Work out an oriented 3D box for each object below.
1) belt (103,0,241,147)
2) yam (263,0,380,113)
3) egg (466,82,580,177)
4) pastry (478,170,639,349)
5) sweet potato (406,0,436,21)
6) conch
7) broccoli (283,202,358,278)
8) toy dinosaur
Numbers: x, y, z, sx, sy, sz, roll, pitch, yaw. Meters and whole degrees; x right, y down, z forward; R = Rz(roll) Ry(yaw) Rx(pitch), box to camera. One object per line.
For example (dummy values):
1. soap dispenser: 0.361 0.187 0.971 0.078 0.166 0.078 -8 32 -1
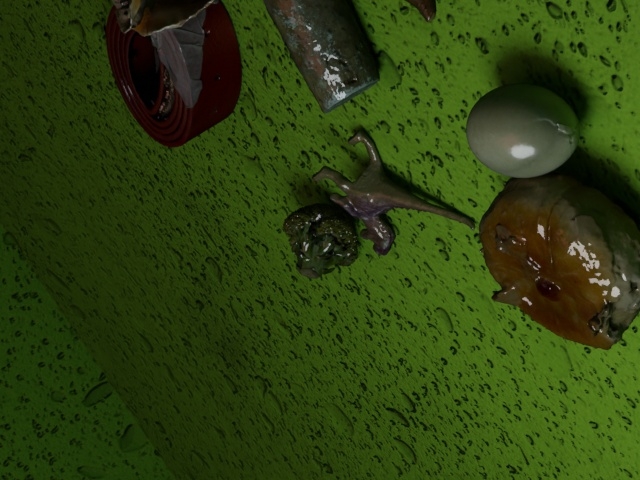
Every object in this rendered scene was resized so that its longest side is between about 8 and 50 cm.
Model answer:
1. belt: -0.239 -0.298 2.259 0.227 0.115 0.324 42 150 21
2. yam: 0.007 -0.270 1.917 0.107 0.107 0.194 1 122 57
3. egg: 0.243 -0.132 1.692 0.152 0.114 0.114 8 128 51
4. pastry: 0.300 0.026 1.756 0.236 0.121 0.257 41 157 13
5. sweet potato: 0.052 -0.369 1.783 0.274 0.067 0.067 44 151 20
6. conch: -0.210 -0.438 2.007 0.210 0.159 0.291 15 109 0
7. broccoli: 0.000 0.000 2.214 0.130 0.120 0.131 23 154 -5
8. toy dinosaur: 0.099 -0.066 2.068 0.200 0.072 0.251 47 141 -9
